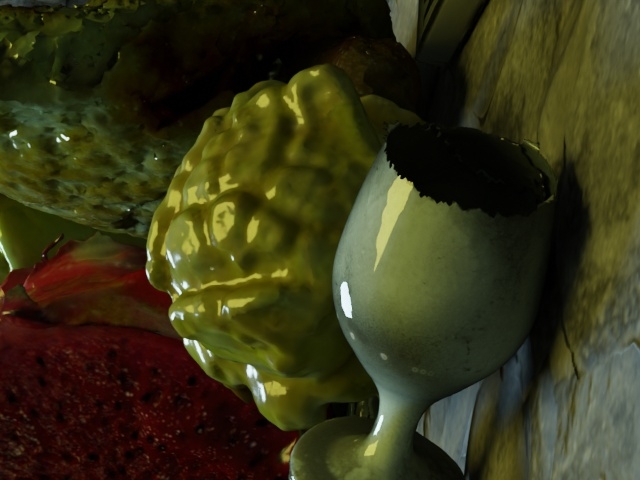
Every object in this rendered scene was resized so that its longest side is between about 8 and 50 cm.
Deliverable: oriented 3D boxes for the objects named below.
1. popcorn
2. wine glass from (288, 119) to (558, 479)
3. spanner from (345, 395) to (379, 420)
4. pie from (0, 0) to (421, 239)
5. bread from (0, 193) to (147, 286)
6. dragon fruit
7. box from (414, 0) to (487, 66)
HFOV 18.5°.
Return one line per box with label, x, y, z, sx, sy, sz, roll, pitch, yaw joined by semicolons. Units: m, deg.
popcorn;0.000;0.000;1.304;0.256;0.195;0.255;-38;-50;-61
wine glass;0.060;0.054;1.151;0.126;0.126;0.241;-95;18;-56
spanner;0.013;0.266;1.525;0.071;0.017;0.302;170;108;-80
pie;-0.139;-0.107;1.556;0.395;0.418;0.180;98;173;-76
bread;-0.217;0.005;1.953;0.251;0.376;0.208;16;111;53
dragon fruit;-0.158;0.154;1.662;0.249;0.371;0.386;-83;-25;-56
box;0.100;-0.232;1.454;0.115;0.036;0.177;115;162;-59
